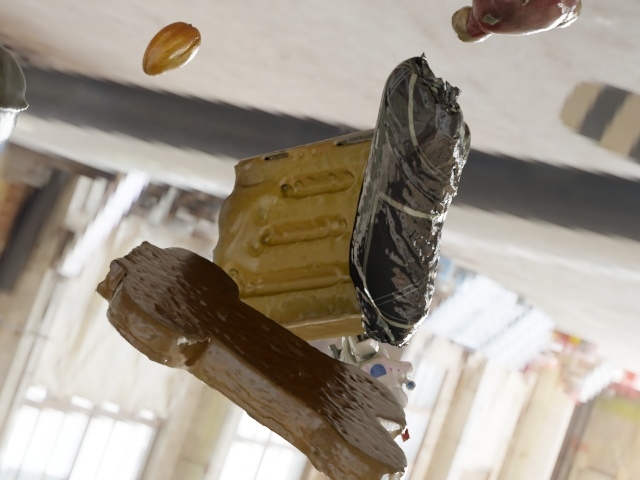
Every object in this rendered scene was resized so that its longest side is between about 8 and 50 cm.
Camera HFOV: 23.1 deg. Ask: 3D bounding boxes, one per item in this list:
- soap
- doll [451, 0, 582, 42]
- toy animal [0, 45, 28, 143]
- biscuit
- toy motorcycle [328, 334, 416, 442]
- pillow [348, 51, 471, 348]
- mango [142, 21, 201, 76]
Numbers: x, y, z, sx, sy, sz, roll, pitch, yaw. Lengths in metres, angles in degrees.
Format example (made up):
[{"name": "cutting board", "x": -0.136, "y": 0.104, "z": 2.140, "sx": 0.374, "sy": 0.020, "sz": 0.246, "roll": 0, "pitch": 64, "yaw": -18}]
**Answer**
[{"name": "soap", "x": 0.000, "y": 0.000, "z": 2.032, "sx": 0.281, "sy": 0.259, "sz": 0.143, "roll": -9, "pitch": 156, "yaw": 42}, {"name": "doll", "x": 0.224, "y": -0.370, "z": 1.867, "sx": 0.152, "sy": 0.255, "sz": 0.196, "roll": -9, "pitch": -174, "yaw": 45}, {"name": "toy animal", "x": -0.297, "y": -0.117, "z": 1.007, "sx": 0.245, "sy": 0.114, "sz": 0.146, "roll": -7, "pitch": -155, "yaw": -40}, {"name": "biscuit", "x": -0.078, "y": 0.143, "z": 1.796, "sx": 0.394, "sy": 0.076, "sz": 0.368, "roll": 33, "pitch": -170, "yaw": -4}, {"name": "toy motorcycle", "x": 0.067, "y": 0.191, "z": 2.127, "sx": 0.102, "sy": 0.150, "sz": 0.221, "roll": -20, "pitch": 152, "yaw": -9}, {"name": "pillow", "x": 0.096, "y": -0.040, "z": 1.758, "sx": 0.093, "sy": 0.335, "sz": 0.161, "roll": 3, "pitch": -149, "yaw": -17}, {"name": "mango", "x": -0.187, "y": -0.236, "z": 1.948, "sx": 0.046, "sy": 0.089, "sz": 0.060, "roll": 31, "pitch": 156, "yaw": 30}]
